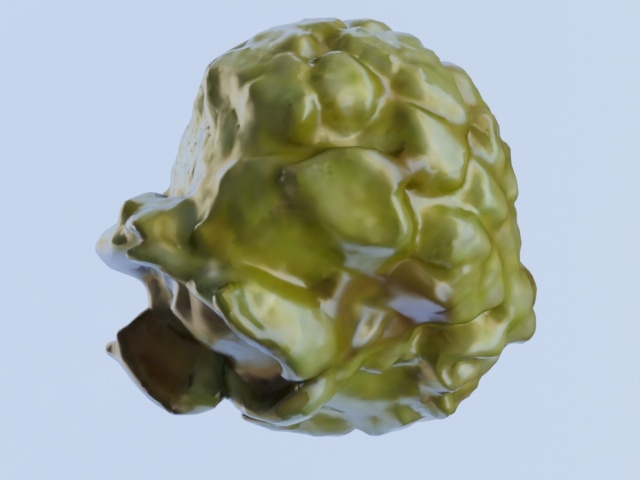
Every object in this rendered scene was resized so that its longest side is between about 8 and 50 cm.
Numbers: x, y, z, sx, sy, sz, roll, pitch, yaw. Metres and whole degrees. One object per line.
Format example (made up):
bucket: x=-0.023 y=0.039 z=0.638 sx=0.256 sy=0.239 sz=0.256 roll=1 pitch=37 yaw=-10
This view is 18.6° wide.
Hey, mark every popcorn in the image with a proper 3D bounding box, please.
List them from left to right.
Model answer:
popcorn: x=0.000 y=0.000 z=1.159 sx=0.270 sy=0.258 sz=0.224 roll=-48 pitch=-128 yaw=21
